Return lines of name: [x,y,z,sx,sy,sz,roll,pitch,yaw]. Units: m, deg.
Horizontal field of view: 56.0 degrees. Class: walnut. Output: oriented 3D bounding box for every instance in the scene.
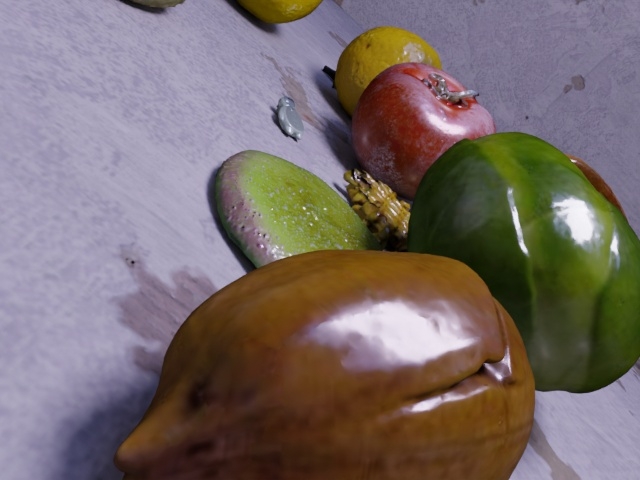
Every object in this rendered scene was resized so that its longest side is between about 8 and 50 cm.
walnut: [0.019,0.103,0.402,0.336,0.209,0.209,0,49,-49]

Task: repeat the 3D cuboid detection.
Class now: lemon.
lemon: [-0.096,-0.612,1.322,0.260,0.260,0.284,13,43,-51]
lemon: [0.150,-0.344,1.308,0.228,0.229,0.253,27,10,-36]

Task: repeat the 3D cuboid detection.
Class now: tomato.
tomato: [0.182,-0.188,1.109,0.270,0.227,0.270,19,36,-15]

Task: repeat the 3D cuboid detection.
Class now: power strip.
power strip: [-0.055,-0.199,0.992,0.055,0.035,0.083,19,47,-46]

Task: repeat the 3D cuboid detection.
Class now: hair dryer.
hair dryer: [0.032,-0.389,1.454,0.079,0.031,0.083,34,32,0]

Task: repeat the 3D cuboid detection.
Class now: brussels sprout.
brussels sprout: [0.261,0.052,0.775,0.371,0.275,0.315,50,19,-36]

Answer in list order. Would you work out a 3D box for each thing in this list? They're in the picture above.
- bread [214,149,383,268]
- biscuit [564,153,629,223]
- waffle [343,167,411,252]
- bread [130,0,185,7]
bread: [0.000,0.003,0.723,0.301,0.045,0.301,36,26,-21]
biscuit: [0.344,0.012,0.958,0.262,0.277,0.052,43,19,-23]
waffle: [0.136,-0.010,0.966,0.231,0.051,0.229,23,29,-43]
bread: [-0.273,-0.510,0.867,0.320,0.237,0.321,40,21,-19]
